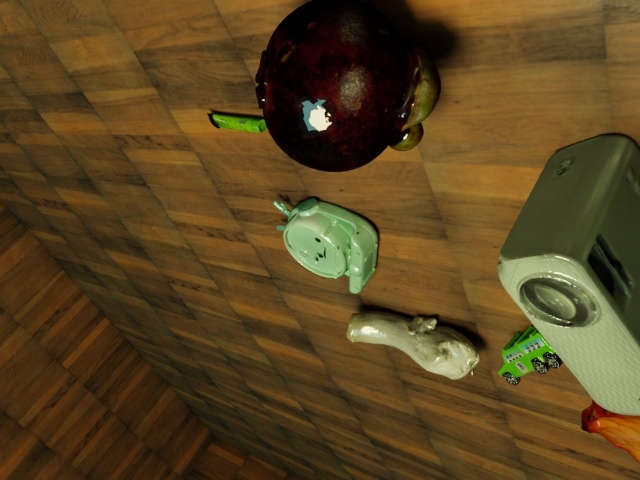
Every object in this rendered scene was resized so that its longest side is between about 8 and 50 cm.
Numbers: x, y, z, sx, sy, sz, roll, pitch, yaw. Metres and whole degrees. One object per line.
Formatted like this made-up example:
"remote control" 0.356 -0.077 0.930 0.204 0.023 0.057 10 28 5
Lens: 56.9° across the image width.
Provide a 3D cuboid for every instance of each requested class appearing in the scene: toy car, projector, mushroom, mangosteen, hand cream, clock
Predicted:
"toy car" 0.342 0.177 0.949 0.062 0.071 0.165 48 151 10
"projector" 0.323 0.042 0.657 0.250 0.198 0.108 48 147 -18
"mushroom" 0.169 0.189 1.116 0.278 0.096 0.099 15 142 39
"mangosteen" 0.026 -0.177 0.684 0.210 0.210 0.209 26 148 18
"hand cream" -0.139 -0.194 0.978 0.122 0.023 0.036 13 153 37
"clock" 0.000 0.000 1.059 0.211 0.066 0.159 25 146 21

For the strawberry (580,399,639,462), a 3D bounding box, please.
"strawberry" 0.506 0.228 0.794 0.265 0.149 0.336 31 160 -3
